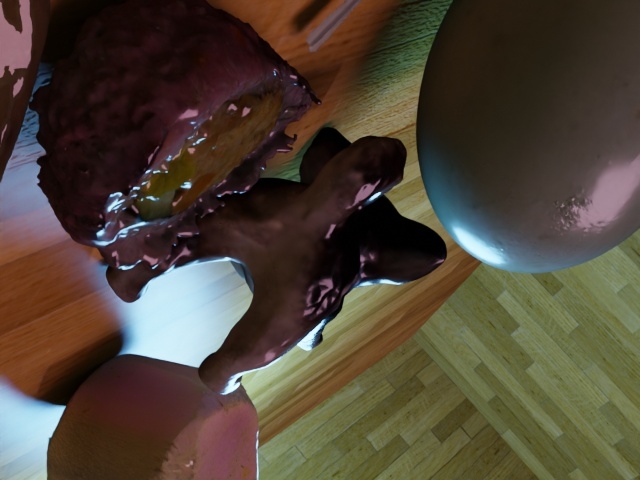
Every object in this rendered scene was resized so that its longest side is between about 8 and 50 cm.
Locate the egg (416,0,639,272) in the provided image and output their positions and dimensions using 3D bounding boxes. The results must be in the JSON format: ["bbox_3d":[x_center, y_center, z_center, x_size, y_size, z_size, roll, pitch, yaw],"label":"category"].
[{"bbox_3d":[0.243,-0.154,0.842,0.388,0.276,0.276,-67,165,-1],"label":"egg"}]

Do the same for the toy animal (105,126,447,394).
[{"bbox_3d":[0.000,0.000,0.895,0.303,0.194,0.344,-40,172,19],"label":"toy animal"}]

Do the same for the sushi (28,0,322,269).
[{"bbox_3d":[-0.084,-0.096,0.558,0.241,0.107,0.161,-42,169,-31],"label":"sushi"}]

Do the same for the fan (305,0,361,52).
[{"bbox_3d":[0.135,-0.305,0.694,0.415,0.012,0.233,-43,165,-3],"label":"fan"}]

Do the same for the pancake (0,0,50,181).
[{"bbox_3d":[-0.186,-0.067,0.334,0.242,0.050,0.242,-55,160,-31],"label":"pancake"}]

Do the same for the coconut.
[{"bbox_3d":[-0.211,0.255,1.038,0.233,0.245,0.233,-21,114,-59],"label":"coconut"}]
